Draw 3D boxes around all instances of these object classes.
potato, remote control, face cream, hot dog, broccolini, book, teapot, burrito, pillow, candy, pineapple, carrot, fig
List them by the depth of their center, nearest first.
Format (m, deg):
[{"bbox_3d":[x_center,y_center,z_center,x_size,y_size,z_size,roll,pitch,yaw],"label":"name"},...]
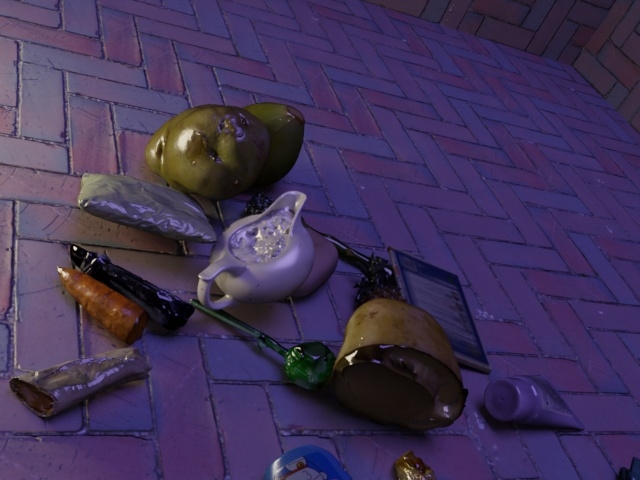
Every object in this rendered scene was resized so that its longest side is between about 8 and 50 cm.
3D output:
[{"bbox_3d":[0.011,0.439,1.125,0.149,0.083,0.264,-26,44,-16],"label":"face cream"},{"bbox_3d":[-0.376,0.223,1.199,0.226,0.060,0.087,-14,47,-43],"label":"burrito"},{"bbox_3d":[0.177,0.435,1.306,0.078,0.061,0.168,16,36,-19],"label":"hot dog"},{"bbox_3d":[-0.402,0.103,1.331,0.205,0.072,0.072,35,35,12],"label":"carrot"},{"bbox_3d":[-0.363,0.089,1.381,0.266,0.090,0.066,28,72,6],"label":"remote control"},{"bbox_3d":[0.146,0.218,1.411,0.286,0.242,0.242,24,33,-21],"label":"potato"},{"bbox_3d":[-0.116,0.189,1.427,0.324,0.097,0.097,27,33,14],"label":"candy"},{"bbox_3d":[-0.127,0.036,1.460,0.208,0.165,0.300,31,47,19],"label":"teapot"},{"bbox_3d":[-0.357,-0.076,1.523,0.275,0.076,0.281,15,11,-19],"label":"pillow"},{"bbox_3d":[0.469,0.348,1.614,0.274,0.096,0.154,13,32,-42],"label":"face cream"},{"bbox_3d":[0.132,0.131,1.634,0.128,0.128,0.248,16,30,-17],"label":"pineapple"},{"bbox_3d":[-0.266,-0.207,1.671,0.351,0.218,0.203,13,-11,46],"label":"potato"},{"bbox_3d":[0.276,0.158,1.744,0.228,0.018,0.322,23,34,-24],"label":"book"},{"bbox_3d":[-0.002,0.004,1.750,0.392,0.079,0.074,28,67,-1],"label":"broccolini"},{"bbox_3d":[-0.140,-0.245,1.839,0.207,0.230,0.207,58,1,-1],"label":"fig"}]

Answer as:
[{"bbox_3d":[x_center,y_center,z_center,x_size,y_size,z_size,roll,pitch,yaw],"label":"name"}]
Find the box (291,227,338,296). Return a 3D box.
[{"bbox_3d":[-0.044,0.046,1.636,0.146,0.088,0.200,34,36,10],"label":"box"}]

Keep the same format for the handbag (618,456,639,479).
[{"bbox_3d":[0.713,0.587,1.445,0.274,0.100,0.269,35,36,9],"label":"handbag"}]
